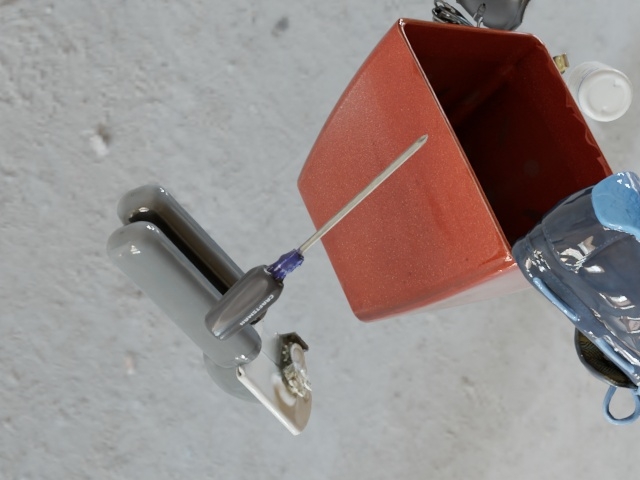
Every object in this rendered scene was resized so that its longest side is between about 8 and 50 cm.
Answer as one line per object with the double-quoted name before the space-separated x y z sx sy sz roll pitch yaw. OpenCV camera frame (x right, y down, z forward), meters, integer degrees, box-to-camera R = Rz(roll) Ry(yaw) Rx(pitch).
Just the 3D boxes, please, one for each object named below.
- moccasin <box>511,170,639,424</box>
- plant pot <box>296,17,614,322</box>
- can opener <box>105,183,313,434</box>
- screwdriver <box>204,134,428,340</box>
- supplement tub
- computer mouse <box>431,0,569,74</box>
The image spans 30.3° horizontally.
"moccasin" 0.258 0.061 0.968 0.342 0.116 0.138 48 27 -38
"plant pot" 0.135 -0.049 1.254 0.267 0.235 0.267 -5 65 -49
"can opener" -0.085 0.068 0.945 0.280 0.093 0.074 55 30 -43
"screwdriver" 0.000 0.000 0.673 0.170 0.024 0.025 -38 116 11
"supplement tub" 0.369 -0.199 1.569 0.107 0.071 0.071 -81 166 -76
"computer mouse" 0.231 -0.264 1.427 0.184 0.262 0.060 39 69 -2
